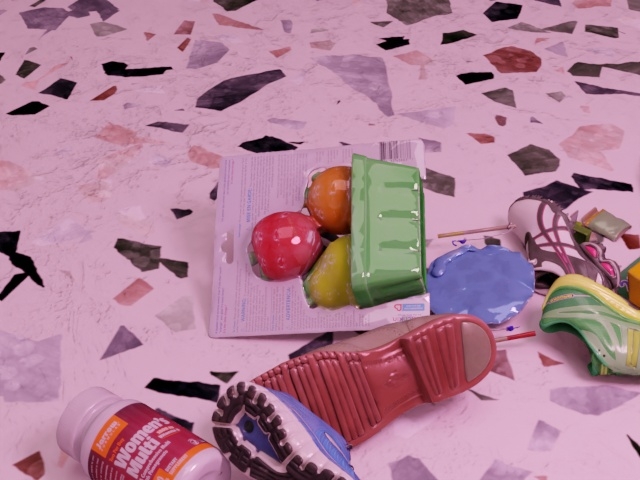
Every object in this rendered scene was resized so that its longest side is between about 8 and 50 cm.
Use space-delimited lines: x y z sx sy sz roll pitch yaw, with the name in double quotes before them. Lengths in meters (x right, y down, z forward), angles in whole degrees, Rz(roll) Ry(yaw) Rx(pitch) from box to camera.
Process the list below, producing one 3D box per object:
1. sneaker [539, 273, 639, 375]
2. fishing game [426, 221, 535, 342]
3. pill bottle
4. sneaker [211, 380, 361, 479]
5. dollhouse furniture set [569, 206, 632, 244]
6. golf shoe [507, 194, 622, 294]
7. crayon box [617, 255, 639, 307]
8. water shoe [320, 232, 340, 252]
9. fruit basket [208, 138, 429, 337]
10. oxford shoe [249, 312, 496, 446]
"sneaker" 0.462 0.165 1.521 0.295 0.109 0.123 30 78 26
"fishing game" 0.258 0.078 1.662 0.189 0.041 0.264 -11 43 6
"pill bottle" -0.235 0.282 1.330 0.221 0.121 0.121 24 43 29
"sneaker" 0.010 0.304 1.278 0.330 0.130 0.147 50 21 24
"dollhouse furniture set" 0.487 -0.029 1.798 0.076 0.059 0.151 29 46 33
"golf shoe" 0.381 0.017 1.706 0.120 0.105 0.273 -24 40 -15
"crayon box" 0.636 0.071 1.599 0.203 0.083 0.323 -36 46 -16
"water shoe" -0.029 -0.007 1.780 0.203 0.073 0.080 36 31 30
"fruit basket" 0.000 0.000 1.646 0.353 0.165 0.327 -7 66 16
"oxford shoe" 0.051 0.205 1.462 0.396 0.141 0.146 -14 5 -9
